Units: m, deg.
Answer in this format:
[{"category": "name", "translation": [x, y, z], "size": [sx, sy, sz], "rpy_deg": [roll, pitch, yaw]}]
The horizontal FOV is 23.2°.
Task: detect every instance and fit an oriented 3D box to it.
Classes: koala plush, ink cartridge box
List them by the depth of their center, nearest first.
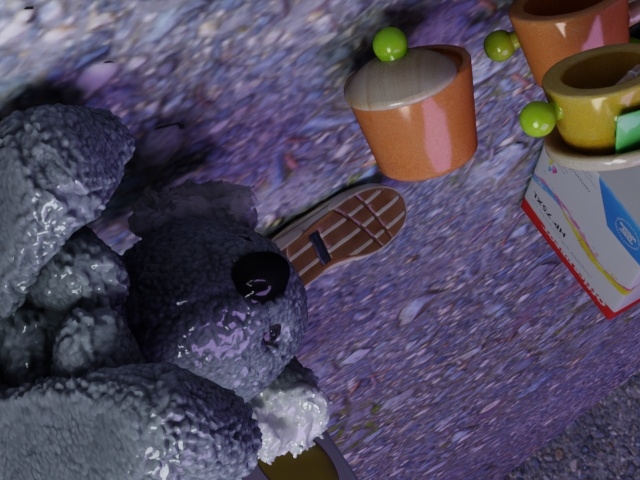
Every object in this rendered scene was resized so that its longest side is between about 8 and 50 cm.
[{"category": "koala plush", "translation": [-0.092, 0.044, 0.807], "size": [0.203, 0.196, 0.221], "rpy_deg": [-33, 168, 38]}, {"category": "ink cartridge box", "translation": [0.246, -0.023, 1.313], "size": [0.078, 0.134, 0.231], "rpy_deg": [-31, 162, -12]}]

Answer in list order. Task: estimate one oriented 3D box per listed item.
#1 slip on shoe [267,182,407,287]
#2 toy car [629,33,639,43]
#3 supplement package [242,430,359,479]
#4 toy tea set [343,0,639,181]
[{"category": "slip on shoe", "translation": [0.000, 0.000, 1.085], "size": [0.135, 0.051, 0.041], "rpy_deg": [-35, -155, -25]}, {"category": "toy car", "translation": [0.308, -0.151, 1.100], "size": [0.155, 0.149, 0.188], "rpy_deg": [-7, 139, -37]}, {"category": "supplement package", "translation": [-0.124, 0.171, 1.037], "size": [0.198, 0.199, 0.262], "rpy_deg": [-39, 163, 13]}, {"category": "toy tea set", "translation": [0.169, -0.141, 0.890], "size": [0.336, 0.200, 0.124], "rpy_deg": [-29, 118, -22]}]
